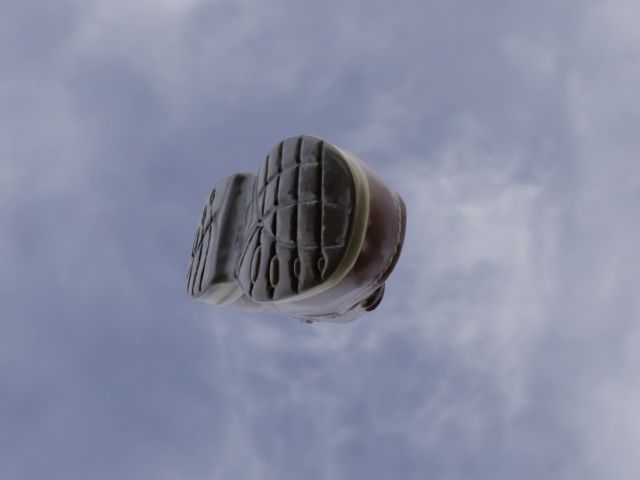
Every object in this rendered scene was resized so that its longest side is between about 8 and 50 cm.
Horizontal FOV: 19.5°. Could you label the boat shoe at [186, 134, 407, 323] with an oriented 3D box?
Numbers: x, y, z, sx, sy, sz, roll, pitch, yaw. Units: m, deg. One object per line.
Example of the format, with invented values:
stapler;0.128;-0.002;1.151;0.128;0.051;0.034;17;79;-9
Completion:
boat shoe;0.000;0.000;0.709;0.060;0.178;0.064;16;-99;-17
